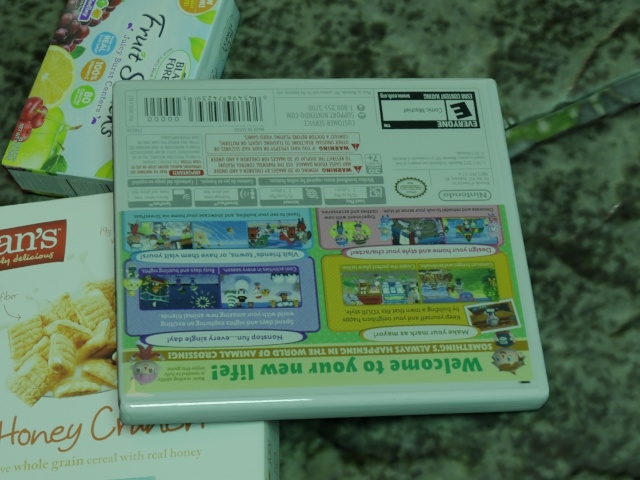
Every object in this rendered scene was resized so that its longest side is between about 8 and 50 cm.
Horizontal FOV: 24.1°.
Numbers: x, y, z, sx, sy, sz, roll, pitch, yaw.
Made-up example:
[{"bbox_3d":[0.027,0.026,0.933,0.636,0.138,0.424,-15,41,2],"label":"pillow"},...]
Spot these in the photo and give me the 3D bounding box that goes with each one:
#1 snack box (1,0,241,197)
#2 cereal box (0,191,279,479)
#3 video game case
[{"bbox_3d":[-0.115,-0.090,0.884,0.100,0.037,0.141,8,64,16],"label":"snack box"},{"bbox_3d":[-0.108,0.085,0.780,0.173,0.047,0.240,-7,61,8],"label":"cereal box"},{"bbox_3d":[0.000,0.000,0.777,0.212,0.023,0.193,-1,61,-8],"label":"video game case"}]
